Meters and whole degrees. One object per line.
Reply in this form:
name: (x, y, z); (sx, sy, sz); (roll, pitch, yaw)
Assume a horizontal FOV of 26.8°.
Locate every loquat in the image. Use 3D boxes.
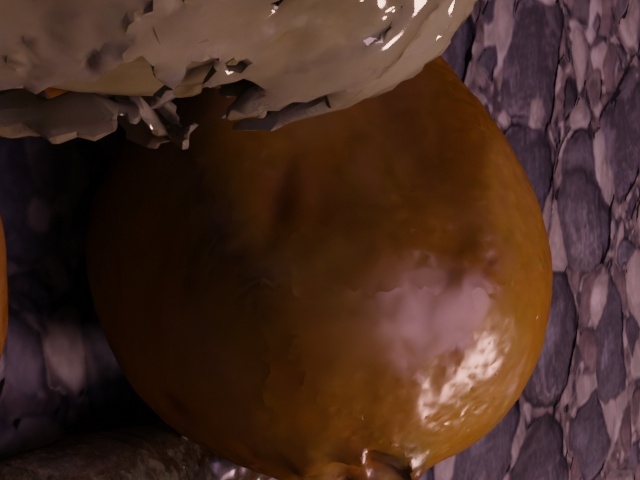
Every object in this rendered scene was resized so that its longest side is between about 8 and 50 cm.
loquat: (0.000, 0.000, 0.575); (0.187, 0.176, 0.234); (3, 52, -30)

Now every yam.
yam: (-0.047, 0.097, 0.630); (0.253, 0.061, 0.061); (-11, 102, -56)

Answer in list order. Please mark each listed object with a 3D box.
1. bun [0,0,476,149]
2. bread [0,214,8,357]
bun: (-0.066, -0.105, 0.428); (0.259, 0.259, 0.152); (5, 93, -56)
bread: (-0.157, 0.035, 0.452); (0.114, 0.077, 0.189); (18, 75, -59)
